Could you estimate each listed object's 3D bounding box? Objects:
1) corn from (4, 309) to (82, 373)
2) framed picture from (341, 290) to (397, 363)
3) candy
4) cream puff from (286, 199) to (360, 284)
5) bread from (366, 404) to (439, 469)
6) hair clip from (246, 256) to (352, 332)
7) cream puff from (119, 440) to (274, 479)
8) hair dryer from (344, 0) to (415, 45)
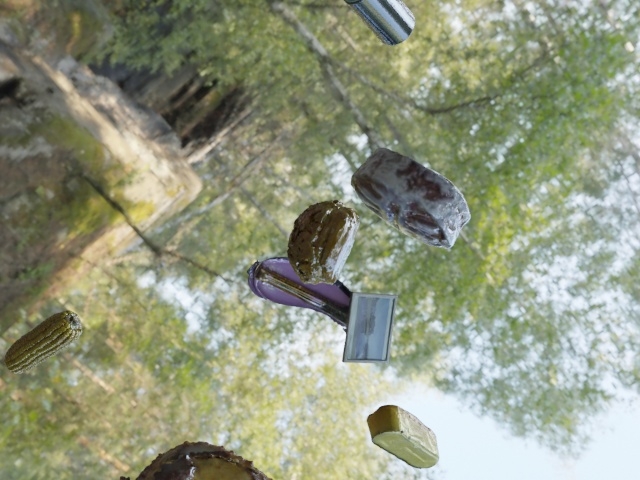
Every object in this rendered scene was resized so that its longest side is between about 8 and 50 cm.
[{"bbox_3d":[-0.529,0.194,1.513,0.207,0.068,0.068,-32,-159,27],"label":"corn"},{"bbox_3d":[0.102,0.182,1.640,0.011,0.109,0.149,-165,-99,-65],"label":"framed picture"},{"bbox_3d":[0.213,-0.102,1.849,0.157,0.289,0.214,-51,160,-16],"label":"candy"},{"bbox_3d":[0.000,0.000,1.449,0.165,0.115,0.150,-61,171,-20],"label":"cream puff"},{"bbox_3d":[0.207,0.488,1.967,0.102,0.245,0.094,-32,-139,23],"label":"bread"},{"bbox_3d":[-0.008,0.136,1.924,0.110,0.358,0.096,-56,-173,43],"label":"hair clip"},{"bbox_3d":[-0.202,0.503,1.310,0.350,0.350,0.228,-49,180,-24],"label":"cream puff"},{"bbox_3d":[0.132,-0.503,1.406,0.078,0.195,0.248,27,-93,39],"label":"hair dryer"}]
